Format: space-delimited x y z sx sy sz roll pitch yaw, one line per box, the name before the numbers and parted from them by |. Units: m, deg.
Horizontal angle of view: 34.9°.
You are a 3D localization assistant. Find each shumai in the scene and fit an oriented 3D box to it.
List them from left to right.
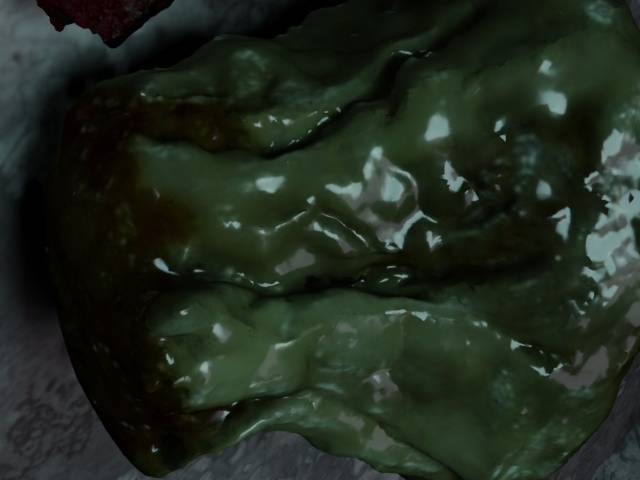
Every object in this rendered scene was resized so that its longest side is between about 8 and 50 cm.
shumai | 0.000 0.000 0.642 0.323 0.324 0.397 -7 120 -33

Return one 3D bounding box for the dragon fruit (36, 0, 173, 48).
dragon fruit | -0.075 -0.200 0.458 0.189 0.163 0.261 -34 -177 -36
